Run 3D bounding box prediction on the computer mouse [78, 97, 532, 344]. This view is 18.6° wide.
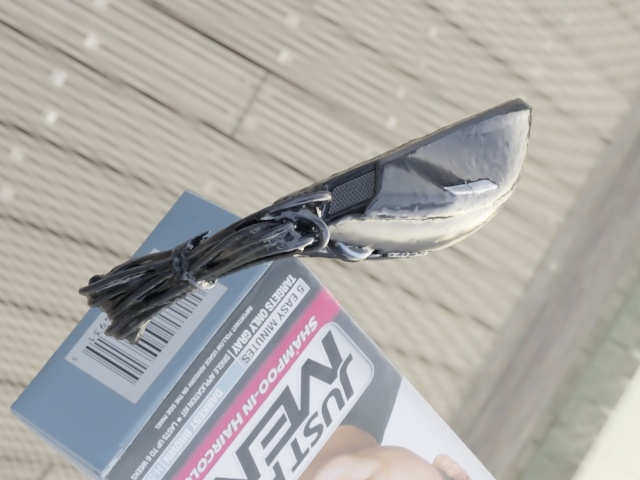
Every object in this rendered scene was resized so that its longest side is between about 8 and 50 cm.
[{"bbox_3d":[0.000,0.000,1.024,0.184,0.060,0.262,-22,-178,37],"label":"computer mouse"}]

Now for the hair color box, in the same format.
[{"bbox_3d":[-0.021,0.154,1.333,0.185,0.114,0.374,-52,136,-11],"label":"hair color box"}]
